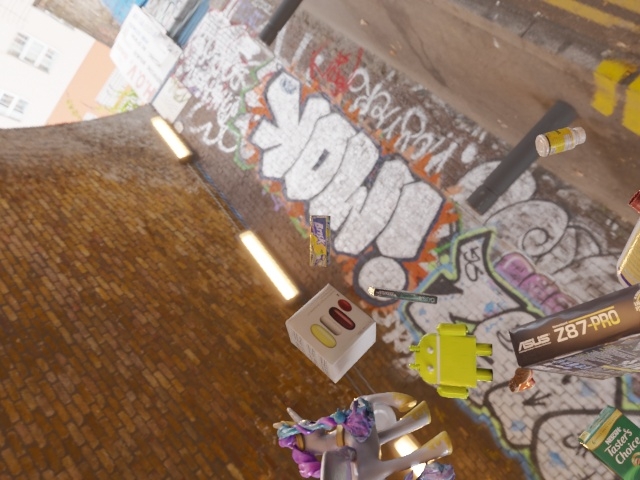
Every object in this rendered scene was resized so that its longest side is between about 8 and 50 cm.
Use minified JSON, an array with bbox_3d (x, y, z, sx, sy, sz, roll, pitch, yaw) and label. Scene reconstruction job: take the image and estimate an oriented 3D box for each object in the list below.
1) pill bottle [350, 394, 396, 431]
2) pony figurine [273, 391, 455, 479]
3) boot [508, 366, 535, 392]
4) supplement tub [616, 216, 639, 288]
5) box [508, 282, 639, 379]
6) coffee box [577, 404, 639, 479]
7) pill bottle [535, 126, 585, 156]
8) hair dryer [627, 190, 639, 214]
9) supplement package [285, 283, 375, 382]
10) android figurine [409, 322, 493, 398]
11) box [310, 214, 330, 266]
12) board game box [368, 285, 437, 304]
[{"bbox_3d":[0.133,0.470,1.159,0.094,0.094,0.169,40,165,-1],"label":"pill bottle"},{"bbox_3d":[0.089,0.479,0.885,0.351,0.363,0.303,-102,6,-52],"label":"pony figurine"},{"bbox_3d":[0.796,0.532,1.665,0.084,0.158,0.059,-2,-133,-4],"label":"boot"},{"bbox_3d":[1.031,0.014,1.234,0.241,0.241,0.331,52,164,42],"label":"supplement tub"},{"bbox_3d":[0.642,0.201,0.891,0.394,0.318,0.097,17,-125,-33],"label":"box"},{"bbox_3d":[0.688,0.474,0.961,0.184,0.113,0.040,44,179,7],"label":"coffee box"},{"bbox_3d":[0.688,-0.286,1.235,0.065,0.116,0.065,-14,-90,-86],"label":"pill bottle"},{"bbox_3d":[0.782,-0.078,0.851,0.080,0.293,0.224,7,-103,-68],"label":"hair dryer"},{"bbox_3d":[0.035,0.287,1.349,0.203,0.194,0.149,36,154,28],"label":"supplement package"},{"bbox_3d":[0.436,0.401,1.454,0.272,0.248,0.056,1,179,18],"label":"android figurine"},{"bbox_3d":[0.000,0.000,1.429,0.059,0.169,0.054,2,-177,16],"label":"box"},{"bbox_3d":[0.245,0.164,1.299,0.186,0.026,0.126,8,177,1],"label":"board game box"}]
